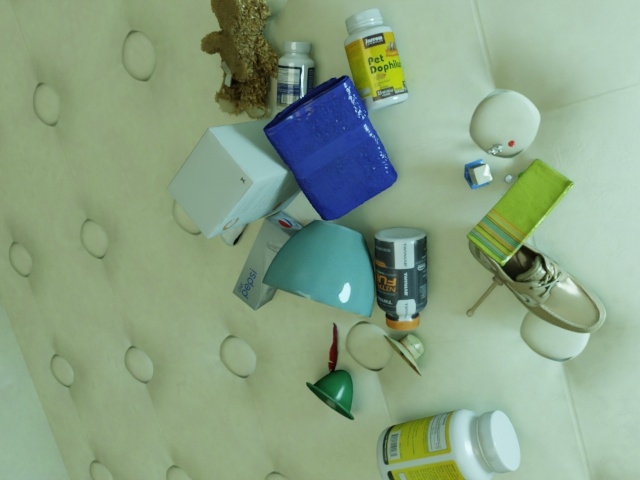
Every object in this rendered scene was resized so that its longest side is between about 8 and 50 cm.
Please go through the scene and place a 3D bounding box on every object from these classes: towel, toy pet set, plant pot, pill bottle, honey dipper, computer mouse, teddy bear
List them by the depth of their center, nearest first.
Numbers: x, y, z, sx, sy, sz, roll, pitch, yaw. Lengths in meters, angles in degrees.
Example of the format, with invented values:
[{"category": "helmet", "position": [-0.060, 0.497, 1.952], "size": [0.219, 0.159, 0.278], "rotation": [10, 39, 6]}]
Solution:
[{"category": "towel", "position": [0.432, -0.064, 1.226], "size": [0.102, 0.021, 0.237], "rotation": [42, 90, 20]}, {"category": "toy pet set", "position": [0.394, -0.154, 1.288], "size": [0.114, 0.065, 0.122], "rotation": [-19, 100, -2]}, {"category": "pill bottle", "position": [0.125, -0.416, 1.313], "size": [0.117, 0.117, 0.215], "rotation": [-11, 100, 32]}, {"category": "towel", "position": [0.030, -0.212, 1.343], "size": [0.227, 0.076, 0.308], "rotation": [-31, 124, 5]}, {"category": "honey dipper", "position": [0.405, 0.131, 1.376], "size": [0.030, 0.030, 0.161], "rotation": [38, 123, 15]}, {"category": "pill bottle", "position": [0.204, 0.099, 1.422], "size": [0.130, 0.130, 0.246], "rotation": [5, 108, 29]}, {"category": "pill bottle", "position": [-0.063, -0.416, 1.437], "size": [0.094, 0.094, 0.170], "rotation": [14, 112, 26]}, {"category": "plant pot", "position": [0.019, 0.060, 1.445], "size": [0.290, 0.290, 0.196], "rotation": [16, 85, 25]}, {"category": "pill bottle", "position": [0.326, 0.544, 1.457], "size": [0.333, 0.188, 0.188], "rotation": [-26, 91, 34]}, {"category": "teddy bear", "position": [-0.204, -0.487, 1.504], "size": [0.245, 0.113, 0.338], "rotation": [3, 114, 37]}, {"category": "computer mouse", "position": [-0.252, -0.055, 1.692], "size": [0.106, 0.042, 0.193], "rotation": [39, 121, 13]}]

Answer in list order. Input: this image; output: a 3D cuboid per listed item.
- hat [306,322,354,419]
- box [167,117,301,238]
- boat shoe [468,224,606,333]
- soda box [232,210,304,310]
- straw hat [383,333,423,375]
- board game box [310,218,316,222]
[{"category": "hat", "position": [0.074, 0.395, 1.656], "size": [0.173, 0.184, 0.208], "rotation": [28, 159, 28]}, {"category": "box", "position": [-0.174, -0.170, 1.429], "size": [0.168, 0.345, 0.215], "rotation": [49, 122, 8]}, {"category": "boat shoe", "position": [0.472, 0.085, 1.252], "size": [0.341, 0.110, 0.122], "rotation": [37, 93, 17]}, {"category": "soda box", "position": [-0.152, 0.061, 1.640], "size": [0.098, 0.091, 0.286], "rotation": [36, 120, 15]}, {"category": "straw hat", "position": [0.238, 0.285, 1.498], "size": [0.061, 0.144, 0.144], "rotation": [-41, 81, -6]}, {"category": "board game box", "position": [0.000, 0.000, 1.575], "size": [0.090, 0.020, 0.090], "rotation": [31, 118, 17]}]
